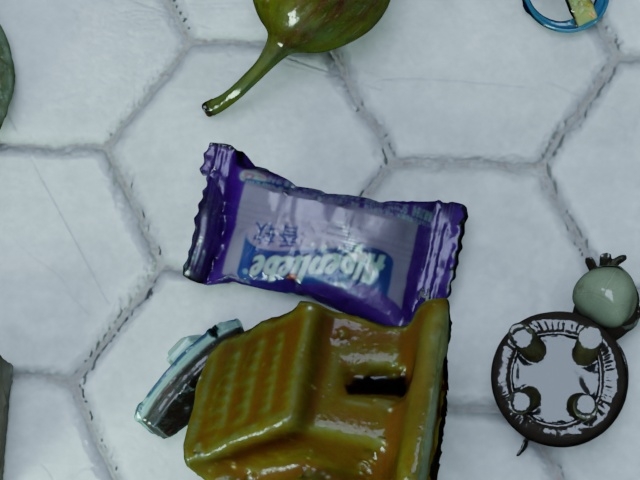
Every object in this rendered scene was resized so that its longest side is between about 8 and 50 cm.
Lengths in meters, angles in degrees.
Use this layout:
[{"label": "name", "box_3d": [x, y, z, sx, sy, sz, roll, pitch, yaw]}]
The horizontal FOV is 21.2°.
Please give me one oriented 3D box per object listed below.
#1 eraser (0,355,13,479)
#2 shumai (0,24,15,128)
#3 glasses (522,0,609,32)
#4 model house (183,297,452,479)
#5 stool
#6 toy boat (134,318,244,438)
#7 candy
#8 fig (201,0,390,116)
[{"label": "eraser", "box_3d": [-0.478, 0.177, 1.671, 0.343, 0.078, 0.144, 0, 72, 6]}, {"label": "shumai", "box_3d": [-0.510, -0.177, 1.767, 0.263, 0.304, 0.309, -20, 67, 37]}, {"label": "glasses", "box_3d": [0.190, -0.325, 1.728, 0.102, 0.207, 0.239, -39, 64, 32]}, {"label": "model house", "box_3d": [-0.009, 0.192, 1.550, 0.239, 0.173, 0.268, 8, 61, 7]}, {"label": "stool", "box_3d": [0.236, 0.103, 1.589, 0.125, 0.121, 0.217, 32, 83, 18]}, {"label": "toy boat", "box_3d": [-0.126, 0.128, 1.659, 0.140, 0.059, 0.066, -46, 46, -8]}, {"label": "candy", "box_3d": [0.000, 0.000, 1.679, 0.275, 0.070, 0.145, 14, 80, 7]}, {"label": "fig", "box_3d": [-0.036, -0.219, 1.734, 0.149, 0.149, 0.245, 38, 92, 17]}]
